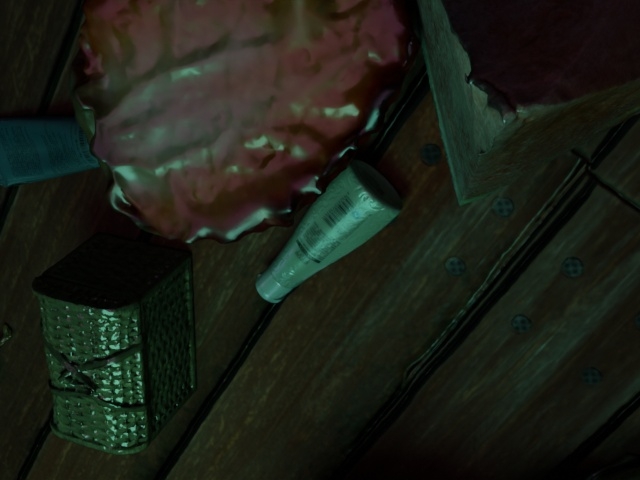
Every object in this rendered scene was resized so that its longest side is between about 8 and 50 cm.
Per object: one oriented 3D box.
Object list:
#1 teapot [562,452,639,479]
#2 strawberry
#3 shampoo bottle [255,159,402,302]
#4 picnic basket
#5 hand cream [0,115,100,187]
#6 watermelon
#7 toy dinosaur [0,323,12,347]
[{"bbox_3d":[0.261,0.326,0.976,0.183,0.173,0.269,25,107,-27],"label":"teapot"},{"bbox_3d":[-0.062,-0.145,0.895,0.336,0.149,0.265,-20,99,23],"label":"strawberry"},{"bbox_3d":[0.000,0.000,0.991,0.069,0.041,0.191,41,126,-5],"label":"shampoo bottle"},{"bbox_3d":[-0.231,0.116,1.100,0.134,0.154,0.196,14,121,20],"label":"picnic basket"},{"bbox_3d":[-0.293,-0.102,1.091,0.224,0.048,0.083,-1,114,34],"label":"hand cream"},{"bbox_3d":[0.179,-0.123,0.724,0.283,0.292,0.250,-2,144,31],"label":"watermelon"},{"bbox_3d":[-0.457,0.172,1.315,0.058,0.037,0.180,35,125,12],"label":"toy dinosaur"}]
